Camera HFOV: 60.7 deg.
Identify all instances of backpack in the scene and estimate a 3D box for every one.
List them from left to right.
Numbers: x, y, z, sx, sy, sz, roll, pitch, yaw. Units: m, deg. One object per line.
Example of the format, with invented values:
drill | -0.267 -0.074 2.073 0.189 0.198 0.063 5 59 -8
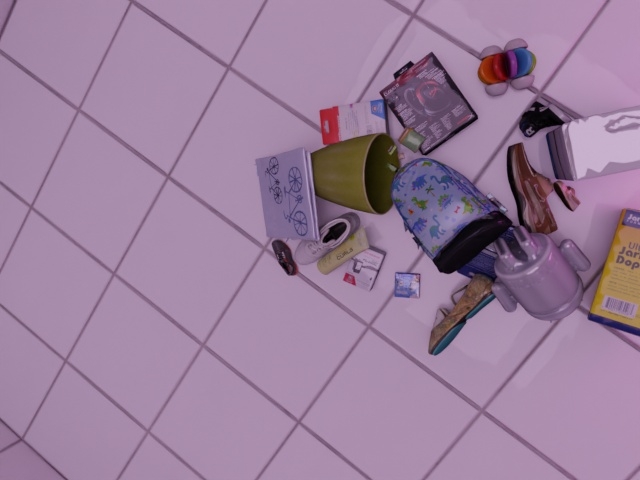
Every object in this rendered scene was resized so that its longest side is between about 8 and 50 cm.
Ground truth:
backpack | 0.392 -0.112 1.805 0.290 0.274 0.355 -42 55 26

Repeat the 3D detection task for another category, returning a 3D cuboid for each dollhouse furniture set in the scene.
dollhouse furniture set | 0.271 -0.298 1.797 0.076 0.059 0.151 37 104 10

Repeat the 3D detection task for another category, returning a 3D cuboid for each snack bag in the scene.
snack bag | -0.123 -0.155 1.975 0.343 0.037 0.322 0 100 54

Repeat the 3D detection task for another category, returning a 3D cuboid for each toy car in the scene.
toy car | 0.594 -0.556 1.744 0.182 0.136 0.159 -11 93 18

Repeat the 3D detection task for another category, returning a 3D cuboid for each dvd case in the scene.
dvd case | 0.567 -0.092 1.875 0.087 0.013 0.119 47 108 7

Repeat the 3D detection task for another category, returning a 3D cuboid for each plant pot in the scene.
plant pot | 0.084 -0.232 1.891 0.294 0.275 0.274 5 99 32

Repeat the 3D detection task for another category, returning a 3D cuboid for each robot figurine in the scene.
robot figurine | 0.692 0.117 1.735 0.300 0.199 0.353 -35 112 24

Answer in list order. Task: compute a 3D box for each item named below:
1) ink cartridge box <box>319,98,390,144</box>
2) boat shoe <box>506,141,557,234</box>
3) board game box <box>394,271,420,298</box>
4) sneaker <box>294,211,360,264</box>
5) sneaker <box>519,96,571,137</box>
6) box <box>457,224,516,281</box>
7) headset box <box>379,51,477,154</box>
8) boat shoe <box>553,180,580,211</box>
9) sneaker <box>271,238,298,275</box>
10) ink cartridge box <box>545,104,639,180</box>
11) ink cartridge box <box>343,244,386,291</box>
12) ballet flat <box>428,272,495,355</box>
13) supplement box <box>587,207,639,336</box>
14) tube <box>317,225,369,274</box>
ink cartridge box | 0.121 -0.412 1.934 0.231 0.078 0.134 -4 95 17
boat shoe | 0.691 -0.164 1.783 0.120 0.122 0.323 -15 101 13
board game box | 0.314 0.162 1.978 0.090 0.020 0.089 2 99 16
sneaker | 0.000 0.000 1.975 0.293 0.169 0.108 -38 87 19
sneaker | 0.693 -0.365 1.709 0.079 0.216 0.121 34 111 -12
box | 0.570 0.034 1.870 0.137 0.036 0.225 25 109 12
headset box | 0.356 -0.467 1.840 0.218 0.110 0.293 -36 86 18
boat shoe | 0.795 -0.152 1.762 0.045 0.050 0.135 -42 123 5
sneaker | -0.138 0.065 2.077 0.061 0.065 0.157 -34 87 18
ink cartridge box | 0.831 -0.279 1.573 0.286 0.395 0.166 -12 93 18
ink cartridge box | 0.161 0.094 1.993 0.109 0.063 0.150 23 103 13
ballet flat | 0.471 0.250 1.896 0.123 0.123 0.348 41 114 8
supplement box | 0.972 0.093 1.662 0.196 0.194 0.356 18 103 28
tube | 0.083 0.042 1.973 0.240 0.062 0.070 -37 92 36
